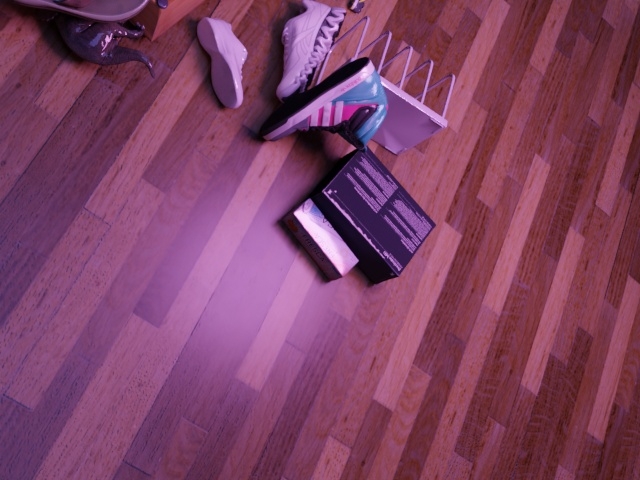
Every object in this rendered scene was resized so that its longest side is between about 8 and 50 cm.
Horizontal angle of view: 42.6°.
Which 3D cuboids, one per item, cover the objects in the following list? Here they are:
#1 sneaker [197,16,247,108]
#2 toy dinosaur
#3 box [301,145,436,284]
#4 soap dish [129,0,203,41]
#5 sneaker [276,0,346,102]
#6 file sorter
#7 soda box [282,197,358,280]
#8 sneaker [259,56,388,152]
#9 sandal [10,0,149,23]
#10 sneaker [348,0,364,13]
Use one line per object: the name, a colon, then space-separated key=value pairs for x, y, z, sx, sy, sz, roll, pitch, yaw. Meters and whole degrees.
sneaker: x=-0.195 y=-0.393 z=1.808 sx=0.094 sy=0.080 sz=0.212 roll=-10 pitch=81 yaw=-45
toy dinosaur: x=-0.462 y=-0.428 z=1.647 sx=0.160 sy=0.121 sz=0.313 roll=-43 pitch=105 yaw=-20
box: x=0.113 y=-0.059 z=1.880 sx=0.261 sy=0.103 sz=0.184 roll=48 pitch=54 yaw=-12
soap dish: x=-0.374 y=-0.598 z=1.727 sx=0.291 sy=0.118 sz=0.229 roll=48 pitch=58 yaw=-12
sneaker: x=-0.046 y=-0.440 z=1.902 sx=0.118 sy=0.110 sz=0.292 roll=27 pitch=63 yaw=-3
file sorter: x=0.149 y=-0.367 z=1.936 sx=0.278 sy=0.193 sz=0.173 roll=29 pitch=61 yaw=-22
soda box: x=0.000 y=0.000 z=1.821 sx=0.063 sy=0.058 sz=0.183 roll=-44 pitch=101 yaw=-32
sneaker: x=0.027 y=-0.258 z=1.811 sx=0.178 sy=0.295 sz=0.124 roll=52 pitch=24 yaw=-26
sandal: x=-0.456 y=-0.484 z=1.542 sx=0.303 sy=0.086 sz=0.120 roll=-5 pitch=79 yaw=-33
sneaker: x=0.098 y=-0.607 z=2.071 sx=0.035 sy=0.031 sz=0.083 roll=42 pitch=62 yaw=-30
